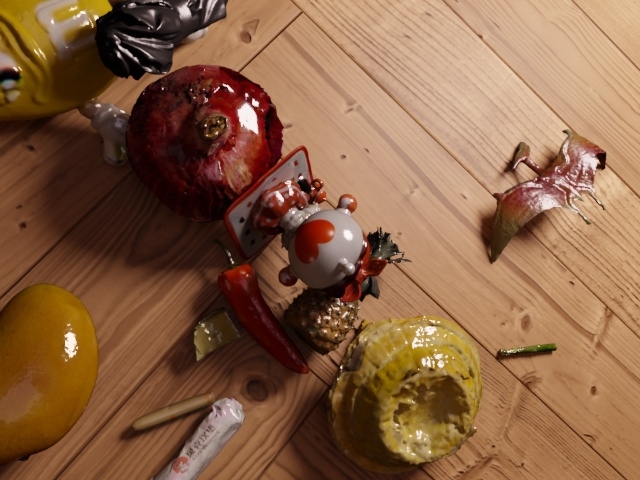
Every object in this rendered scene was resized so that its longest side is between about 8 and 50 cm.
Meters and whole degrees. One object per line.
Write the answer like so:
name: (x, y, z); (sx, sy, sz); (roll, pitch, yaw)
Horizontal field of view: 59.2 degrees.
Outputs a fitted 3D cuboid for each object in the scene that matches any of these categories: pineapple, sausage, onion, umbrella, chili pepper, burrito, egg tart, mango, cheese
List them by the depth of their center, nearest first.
mango: (-0.411, 0.193, 0.803); (0.175, 0.139, 0.254); (31, 68, -12)
burrito: (-0.196, 0.333, 0.880); (0.064, 0.064, 0.203); (43, 70, -5)
onion: (-0.176, -0.153, 0.881); (0.252, 0.219, 0.252); (-1, 93, -20)
umbrella: (-0.209, -0.363, 0.888); (0.118, 0.118, 0.340); (46, 55, -4)
sausage: (-0.234, 0.272, 0.898); (0.132, 0.024, 0.024); (-16, 86, -18)
cheese: (-0.182, 0.155, 0.923); (0.084, 0.041, 0.060); (-32, 98, -33)
egg tart: (0.151, 0.265, 0.924); (0.290, 0.115, 0.290); (-3, 100, -14)
chili pepper: (-0.108, 0.115, 0.934); (0.063, 0.071, 0.272); (-33, 92, -37)
pineapple: (0.047, 0.075, 0.967); (0.125, 0.125, 0.251); (46, 67, -4)

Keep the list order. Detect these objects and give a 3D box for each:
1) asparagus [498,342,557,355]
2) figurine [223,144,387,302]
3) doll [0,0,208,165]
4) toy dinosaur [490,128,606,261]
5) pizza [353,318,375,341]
asparagus: (0.401, 0.211, 1.088); (0.127, 0.018, 0.015); (-2, 56, -16)
figurine: (0.000, 0.000, 0.887); (0.226, 0.160, 0.183); (37, 71, 25)
doll: (-0.380, -0.316, 0.891); (0.348, 0.161, 0.423); (25, 82, -27)
toy dinosaur: (0.456, -0.090, 1.123); (0.206, 0.113, 0.327); (19, 63, 14)
pizza: (0.100, 0.206, 0.990); (0.175, 0.046, 0.134); (-27, 89, -17)
